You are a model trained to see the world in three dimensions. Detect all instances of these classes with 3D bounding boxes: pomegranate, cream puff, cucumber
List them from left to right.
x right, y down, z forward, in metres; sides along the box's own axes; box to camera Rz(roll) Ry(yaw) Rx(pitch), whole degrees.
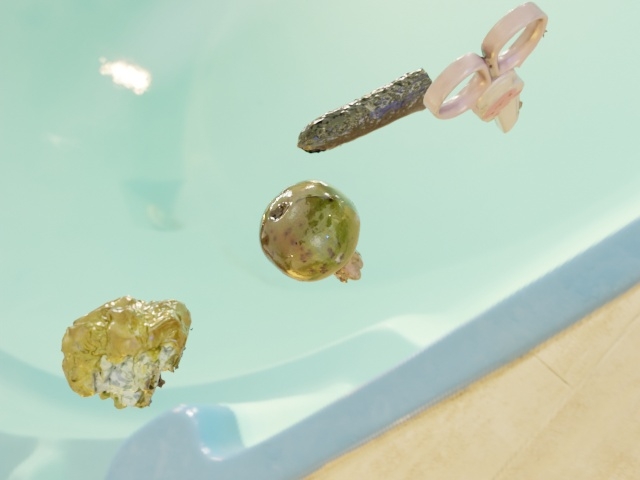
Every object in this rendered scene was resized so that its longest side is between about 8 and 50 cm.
[{"bbox_3d":[-0.230,0.121,0.997,0.156,0.156,0.121,-27,49,24],"label":"cream puff"},{"bbox_3d":[-0.008,-0.012,1.457,0.179,0.210,0.179,-6,76,24],"label":"pomegranate"},{"bbox_3d":[0.065,-0.194,1.330,0.245,0.067,0.067,-27,49,-15],"label":"cucumber"}]

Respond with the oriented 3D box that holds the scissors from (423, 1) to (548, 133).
[{"bbox_3d":[0.156,-0.134,0.767,0.118,0.242,0.030,-41,76,7],"label":"scissors"}]
